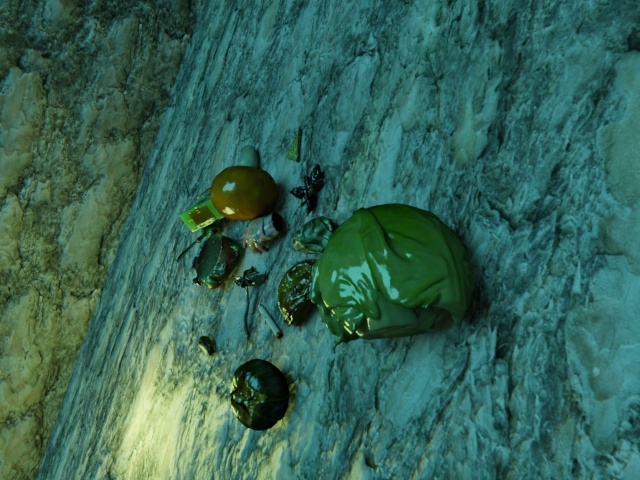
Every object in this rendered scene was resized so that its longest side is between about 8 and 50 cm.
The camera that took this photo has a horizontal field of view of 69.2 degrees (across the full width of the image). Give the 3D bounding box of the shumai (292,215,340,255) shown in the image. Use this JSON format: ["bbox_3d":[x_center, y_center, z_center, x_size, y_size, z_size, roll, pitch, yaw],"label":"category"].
[{"bbox_3d":[-0.001,0.003,1.671,0.142,0.184,0.184,47,112,16],"label":"shumai"}]

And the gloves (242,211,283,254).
[{"bbox_3d":[-0.261,-0.029,1.954,0.241,0.126,0.145,-28,59,28],"label":"gloves"}]

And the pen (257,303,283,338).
[{"bbox_3d":[-0.202,0.307,1.804,0.026,0.026,0.218,-59,41,11],"label":"pen"}]

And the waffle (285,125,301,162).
[{"bbox_3d":[-0.095,-0.418,2.015,0.097,0.023,0.153,27,93,49],"label":"waffle"}]

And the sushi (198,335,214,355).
[{"bbox_3d":[-0.506,0.465,2.049,0.118,0.061,0.060,-126,33,-47],"label":"sushi"}]

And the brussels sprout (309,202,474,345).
[{"bbox_3d":[0.175,0.075,1.238,0.425,0.342,0.361,-18,67,30],"label":"brussels sprout"}]

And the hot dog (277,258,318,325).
[{"bbox_3d":[-0.077,0.186,1.652,0.259,0.114,0.175,-56,40,13],"label":"hot dog"}]

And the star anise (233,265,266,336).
[{"bbox_3d":[-0.281,0.245,1.929,0.148,0.218,0.228,-4,112,17],"label":"star anise"}]

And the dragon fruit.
[{"bbox_3d":[-0.477,0.086,2.129,0.268,0.130,0.296,-16,62,43],"label":"dragon fruit"}]

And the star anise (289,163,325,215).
[{"bbox_3d":[-0.053,-0.206,1.848,0.157,0.053,0.213,21,91,49],"label":"star anise"}]

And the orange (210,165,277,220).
[{"bbox_3d":[-0.324,-0.198,1.972,0.283,0.283,0.226,-9,80,46],"label":"orange"}]

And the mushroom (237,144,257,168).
[{"bbox_3d":[-0.362,-0.297,2.207,0.122,0.094,0.352,-25,52,61],"label":"mushroom"}]

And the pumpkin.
[{"bbox_3d":[-0.208,0.532,1.609,0.237,0.159,0.238,2,94,37],"label":"pumpkin"}]

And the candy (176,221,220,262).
[{"bbox_3d":[-0.591,0.006,2.221,0.097,0.097,0.323,-23,22,40],"label":"candy"}]

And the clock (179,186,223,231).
[{"bbox_3d":[-0.525,-0.184,2.257,0.219,0.106,0.255,-21,26,27],"label":"clock"}]
